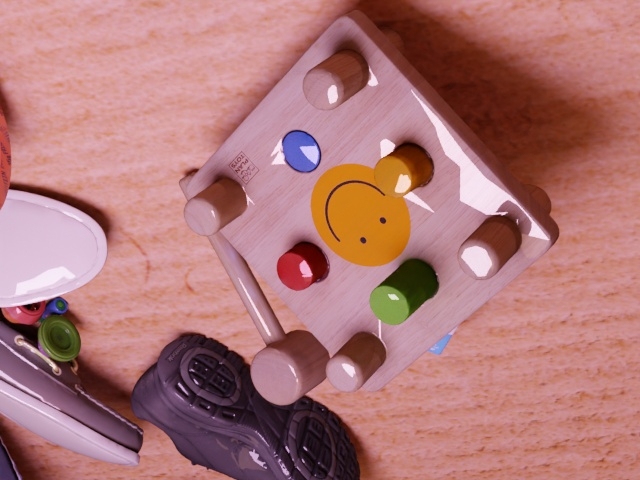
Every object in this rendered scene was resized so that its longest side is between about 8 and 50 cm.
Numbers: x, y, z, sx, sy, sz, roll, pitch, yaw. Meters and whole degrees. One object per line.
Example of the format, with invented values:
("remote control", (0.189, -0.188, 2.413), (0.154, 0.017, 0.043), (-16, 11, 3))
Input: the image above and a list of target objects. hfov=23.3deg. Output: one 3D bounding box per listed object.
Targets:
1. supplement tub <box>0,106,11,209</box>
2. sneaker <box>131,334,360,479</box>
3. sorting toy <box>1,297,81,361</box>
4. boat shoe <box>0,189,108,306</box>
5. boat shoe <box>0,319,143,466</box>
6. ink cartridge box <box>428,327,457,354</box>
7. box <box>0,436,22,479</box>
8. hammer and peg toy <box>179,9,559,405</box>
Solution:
("supplement tub", (-0.453, -0.066, 1.396), (0.316, 0.193, 0.193), (-7, 133, 20))
("sneaker", (-0.079, 0.213, 1.680), (0.286, 0.109, 0.130), (40, 137, -14))
("sorting toy", (-0.294, 0.086, 1.614), (0.042, 0.061, 0.102), (-32, 98, 37))
("boat shoe", (-0.359, 0.013, 1.552), (0.320, 0.116, 0.099), (-6, 177, 9))
("boat shoe", (-0.312, 0.143, 1.647), (0.305, 0.091, 0.109), (31, 155, -16))
("ink cartridge box", (0.100, 0.018, 1.452), (0.104, 0.061, 0.181), (20, 136, -7))
("box", (-0.617, 0.437, 1.711), (0.472, 0.480, 0.297), (-36, 75, 39))
("hammer and peg toy", (0.000, 0.000, 1.344), (0.266, 0.127, 0.361), (48, 128, 1))
